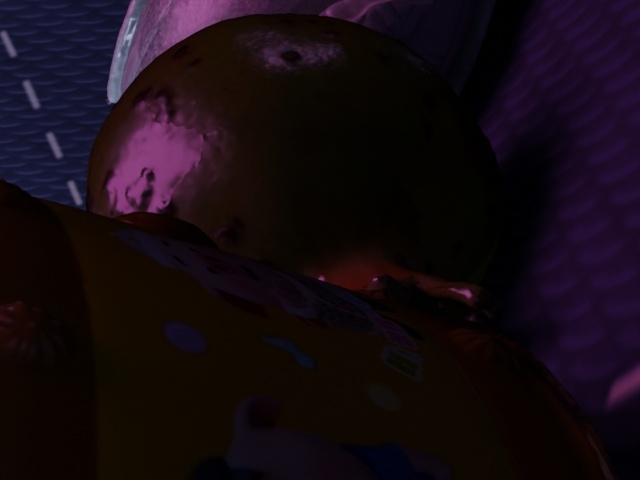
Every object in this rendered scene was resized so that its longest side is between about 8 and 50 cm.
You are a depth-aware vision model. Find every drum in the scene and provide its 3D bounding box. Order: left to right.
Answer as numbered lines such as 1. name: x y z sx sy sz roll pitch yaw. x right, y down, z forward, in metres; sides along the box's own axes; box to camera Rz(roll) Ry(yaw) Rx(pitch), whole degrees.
1. drum: -0.094 0.198 0.509 0.431 0.214 0.431 -46 34 45

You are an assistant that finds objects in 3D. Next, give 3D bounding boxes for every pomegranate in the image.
1. pomegranate: -0.015 -0.007 0.809 0.286 0.230 0.231 -91 25 -70

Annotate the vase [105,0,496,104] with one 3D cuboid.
1. vase: 0.037 -0.222 1.059 0.445 0.250 0.250 -57 12 24
